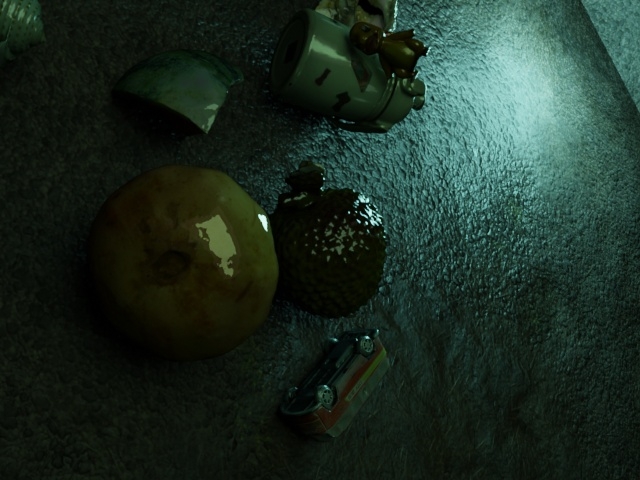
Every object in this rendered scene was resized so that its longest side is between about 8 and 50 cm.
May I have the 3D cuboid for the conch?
[{"bbox_3d":[-0.566,-0.366,1.284,0.199,0.131,0.172,21,84,11],"label":"conch"}]

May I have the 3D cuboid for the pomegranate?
[{"bbox_3d":[-0.228,0.034,1.308,0.338,0.338,0.339,16,64,-35],"label":"pomegranate"}]

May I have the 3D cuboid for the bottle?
[{"bbox_3d":[0.070,-0.374,1.755,0.351,0.229,0.229,16,63,-27],"label":"bottle"}]

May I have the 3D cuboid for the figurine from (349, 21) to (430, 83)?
[{"bbox_3d":[0.144,-0.426,1.640,0.176,0.121,0.122,20,32,-15],"label":"figurine"}]

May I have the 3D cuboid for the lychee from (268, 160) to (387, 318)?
[{"bbox_3d":[0.005,0.010,1.528,0.320,0.270,0.270,43,51,-15],"label":"lychee"}]

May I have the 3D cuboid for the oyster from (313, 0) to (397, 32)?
[{"bbox_3d":[0.101,-0.585,1.961,0.201,0.107,0.355,23,61,5],"label":"oyster"}]

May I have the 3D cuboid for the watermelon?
[{"bbox_3d":[-0.260,-0.291,1.483,0.255,0.260,0.176,-21,102,-26],"label":"watermelon"}]

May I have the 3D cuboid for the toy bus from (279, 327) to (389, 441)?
[{"bbox_3d":[0.035,0.297,1.546,0.265,0.121,0.120,-46,114,-41],"label":"toy bus"}]
